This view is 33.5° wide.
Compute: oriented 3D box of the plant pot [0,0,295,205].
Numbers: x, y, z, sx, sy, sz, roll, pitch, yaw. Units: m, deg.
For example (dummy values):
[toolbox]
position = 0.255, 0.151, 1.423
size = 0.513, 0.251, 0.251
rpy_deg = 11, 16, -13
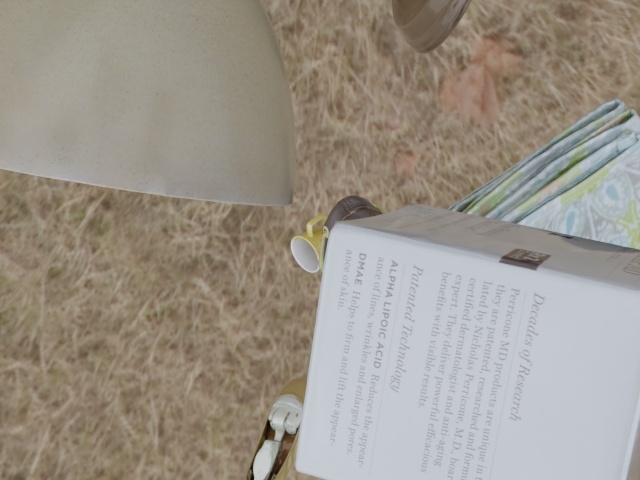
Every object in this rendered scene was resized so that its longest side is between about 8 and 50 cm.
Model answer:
[plant pot]
position = -0.146, -0.144, 0.831
size = 0.284, 0.284, 0.191
rpy_deg = 9, 95, -4

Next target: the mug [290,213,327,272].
[mug]
position = 0.001, 0.004, 1.610
size = 0.062, 0.064, 0.078
rpy_deg = 52, 147, 10

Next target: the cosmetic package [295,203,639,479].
[cosmetic package]
position = 0.105, 0.072, 0.631
size = 0.183, 0.151, 0.152
rpy_deg = 12, 101, 21

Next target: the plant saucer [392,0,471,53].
[plant saucer]
position = 0.145, -0.354, 1.224
size = 0.041, 0.278, 0.278
rpy_deg = 15, 110, -14

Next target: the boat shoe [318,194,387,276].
[boat shoe]
position = 0.060, 0.063, 1.147
size = 0.116, 0.324, 0.097
rpy_deg = -30, 64, -7

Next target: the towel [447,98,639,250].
[towel]
position = 0.297, 0.049, 1.319
size = 0.320, 0.090, 0.375
rpy_deg = -34, 128, -14

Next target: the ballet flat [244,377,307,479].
[ballet flat]
position = -0.066, 0.329, 1.764
size = 0.080, 0.232, 0.073
rpy_deg = 10, 155, 19
